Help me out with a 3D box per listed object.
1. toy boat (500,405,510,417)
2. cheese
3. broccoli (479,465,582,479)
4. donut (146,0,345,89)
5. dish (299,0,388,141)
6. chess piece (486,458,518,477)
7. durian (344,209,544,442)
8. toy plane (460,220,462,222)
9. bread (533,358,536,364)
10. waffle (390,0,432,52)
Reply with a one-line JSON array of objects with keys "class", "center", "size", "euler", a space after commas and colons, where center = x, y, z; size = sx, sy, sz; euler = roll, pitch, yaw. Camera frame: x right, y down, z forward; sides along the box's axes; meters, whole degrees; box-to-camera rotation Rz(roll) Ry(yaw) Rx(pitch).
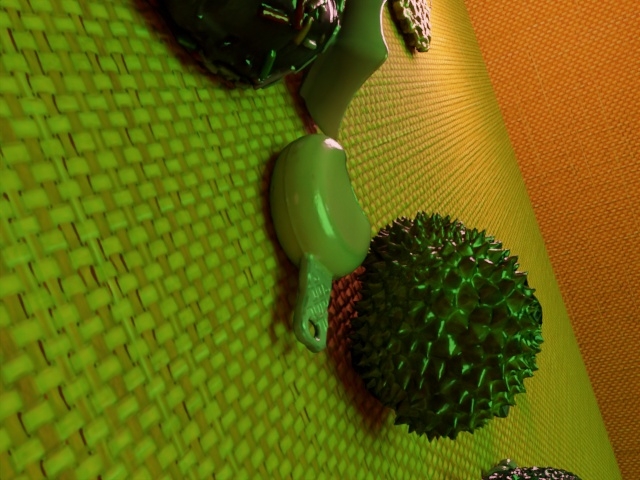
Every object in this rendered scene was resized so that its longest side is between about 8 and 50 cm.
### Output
[{"class": "toy boat", "center": [0.344, 0.198, 1.217], "size": [0.141, 0.092, 0.319], "euler": [40, 41, -46]}, {"class": "cheese", "center": [-0.010, -0.011, 0.664], "size": [0.163, 0.071, 0.248], "euler": [61, 29, -23]}, {"class": "broccoli", "center": [0.307, 0.452, 0.824], "size": [0.275, 0.308, 0.308], "euler": [-54, 133, -13]}, {"class": "donut", "center": [-0.072, -0.307, 0.659], "size": [0.259, 0.136, 0.345], "euler": [55, 32, -27]}, {"class": "dish", "center": [0.027, -0.257, 0.836], "size": [0.077, 0.151, 0.212], "euler": [24, 41, -13]}, {"class": "chess piece", "center": [0.343, 0.436, 1.120], "size": [0.149, 0.059, 0.059], "euler": [19, 58, -68]}, {"class": "durian", "center": [0.154, 0.095, 0.740], "size": [0.291, 0.225, 0.290], "euler": [-11, 90, -67]}, {"class": "toy plane", "center": [0.257, 0.064, 1.152], "size": [0.286, 0.092, 0.108], "euler": [-63, 156, -58]}, {"class": "bread", "center": [0.519, 0.291, 1.555], "size": [0.132, 0.054, 0.074], "euler": [30, 48, -52]}, {"class": "waffle", "center": [0.225, -0.601, 1.526], "size": [0.280, 0.060, 0.262], "euler": [-35, 109, -62]}]
